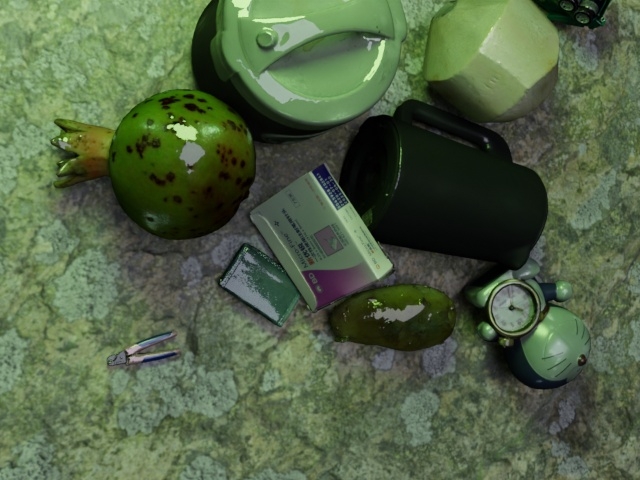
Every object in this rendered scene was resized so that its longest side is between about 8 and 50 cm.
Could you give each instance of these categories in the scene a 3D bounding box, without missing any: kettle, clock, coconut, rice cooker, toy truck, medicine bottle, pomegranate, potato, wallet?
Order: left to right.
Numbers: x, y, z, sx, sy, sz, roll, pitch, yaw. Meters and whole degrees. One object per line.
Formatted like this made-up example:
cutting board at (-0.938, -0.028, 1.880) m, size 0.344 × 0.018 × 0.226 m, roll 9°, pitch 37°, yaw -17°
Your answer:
pomegranate at (-0.233, -0.112, 1.073) m, size 0.286 × 0.231 × 0.230 m, roll 7°, pitch 86°, yaw -21°
wallet at (-0.095, 0.072, 1.232) m, size 0.129 × 0.026 × 0.088 m, roll 37°, pitch 71°, yaw -15°
rice cooker at (-0.037, -0.288, 1.130) m, size 0.288 × 0.277 × 0.288 m, roll 0°, pitch 89°, yaw -23°
medicine bottle at (0.000, 0.000, 1.191) m, size 0.052 × 0.171 × 0.201 m, roll -38°, pitch 97°, yaw -46°
potato at (0.126, 0.131, 1.284) m, size 0.226 × 0.090 × 0.117 m, roll -1°, pitch 96°, yaw -15°
kettle at (0.200, -0.090, 1.291) m, size 0.308 × 0.262 × 0.203 m, roll 12°, pitch 120°, yaw -24°
coconut at (0.285, -0.325, 1.294) m, size 0.241 × 0.241 × 0.241 m, roll 0°, pitch 89°, yaw -21°
clock at (0.380, 0.151, 1.356) m, size 0.200 × 0.146 × 0.243 m, roll -38°, pitch 98°, yaw -13°
toy truck at (0.439, -0.480, 1.411) m, size 0.216 × 0.116 × 0.110 m, roll 33°, pitch 76°, yaw -10°

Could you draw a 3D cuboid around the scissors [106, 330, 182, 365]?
scissors at (-0.272, 0.172, 1.167) m, size 0.113 × 0.012 × 0.039 m, roll -15°, pitch 94°, yaw -21°
